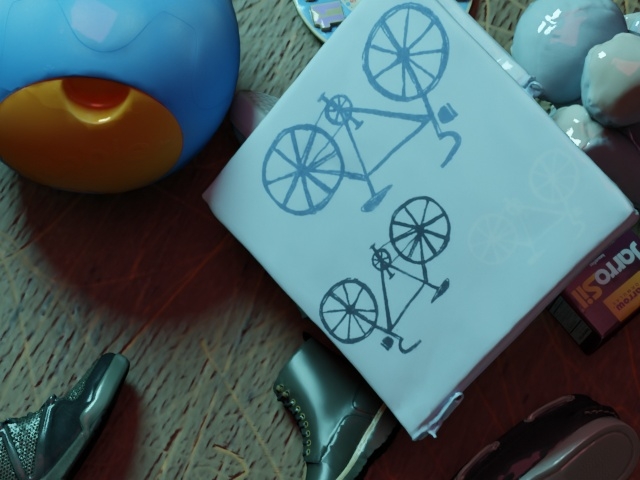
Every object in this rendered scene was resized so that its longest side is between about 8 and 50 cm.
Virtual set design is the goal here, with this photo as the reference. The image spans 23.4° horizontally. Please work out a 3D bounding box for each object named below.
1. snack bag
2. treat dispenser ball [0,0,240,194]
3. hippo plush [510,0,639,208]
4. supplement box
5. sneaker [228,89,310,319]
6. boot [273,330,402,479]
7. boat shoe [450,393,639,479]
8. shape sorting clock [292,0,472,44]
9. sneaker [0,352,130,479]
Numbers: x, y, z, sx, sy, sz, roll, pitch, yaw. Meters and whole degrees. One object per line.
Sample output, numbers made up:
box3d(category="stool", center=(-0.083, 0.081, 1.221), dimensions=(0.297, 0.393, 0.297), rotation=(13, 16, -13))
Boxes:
box3d(category="snack bag", center=(0.088, -0.039, 1.428), dimensions=(0.342, 0.037, 0.323), rotation=(48, 113, 17))
box3d(category="treat dispenser ball", center=(-0.223, -0.188, 1.526), dimensions=(0.288, 0.288, 0.288), rotation=(0, 74, -1))
box3d(category="hippo plush", center=(0.318, -0.155, 1.494), dimensions=(0.234, 0.294, 0.236), rotation=(-45, 39, 21))
box3d(category="supplement box", center=(0.256, 0.009, 1.581), dimensions=(0.104, 0.081, 0.188), rotation=(-39, 78, -11))
box3d(category="sneaker", center=(0.000, 0.000, 1.561), dimensions=(0.150, 0.135, 0.366), rotation=(-50, 61, 18))
box3d(category="boot", center=(-0.014, 0.199, 1.535), dimensions=(0.137, 0.077, 0.198), rotation=(33, 63, 13))
box3d(category="boat shoe", center=(0.170, 0.261, 1.505), dimensions=(0.302, 0.091, 0.114), rotation=(-30, 120, -10))
box3d(category="shape sorting clock", center=(0.067, -0.290, 1.688), dimensions=(0.206, 0.040, 0.206), rotation=(0, 74, 0))
box3d(category="sneaker", center=(-0.289, 0.187, 1.520), dimensions=(0.130, 0.087, 0.227), rotation=(35, 82, 3))
